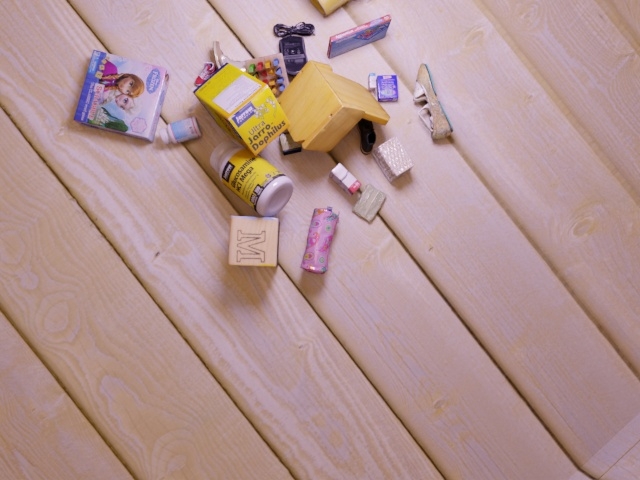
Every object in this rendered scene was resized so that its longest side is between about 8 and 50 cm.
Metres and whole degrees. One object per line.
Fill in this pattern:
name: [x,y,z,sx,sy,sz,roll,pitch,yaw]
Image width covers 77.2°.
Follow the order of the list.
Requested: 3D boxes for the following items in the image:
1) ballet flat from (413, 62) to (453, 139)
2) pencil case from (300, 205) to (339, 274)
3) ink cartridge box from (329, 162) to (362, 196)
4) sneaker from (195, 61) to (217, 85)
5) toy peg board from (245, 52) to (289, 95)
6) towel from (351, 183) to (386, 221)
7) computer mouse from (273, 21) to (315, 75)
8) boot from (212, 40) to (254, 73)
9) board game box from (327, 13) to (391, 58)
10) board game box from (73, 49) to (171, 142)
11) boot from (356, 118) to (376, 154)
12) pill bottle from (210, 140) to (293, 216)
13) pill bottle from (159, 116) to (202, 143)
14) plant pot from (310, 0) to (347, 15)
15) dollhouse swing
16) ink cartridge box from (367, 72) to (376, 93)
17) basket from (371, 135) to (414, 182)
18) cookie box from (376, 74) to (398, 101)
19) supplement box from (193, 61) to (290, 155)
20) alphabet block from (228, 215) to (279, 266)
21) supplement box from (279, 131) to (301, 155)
ballet flat: [0.478,-0.614,1.787,0.123,0.123,0.349,-21,88,-5]
pencil case: [0.000,0.000,1.710,0.124,0.124,0.284,14,84,-3]
ink cartridge box: [0.107,-0.262,1.742,0.135,0.099,0.056,44,85,-1]
sneaker: [-0.503,-0.727,1.742,0.118,0.067,0.042,-45,90,-5]
toy peg board: [-0.224,-0.686,1.699,0.160,0.079,0.161,-8,126,7]
towel: [0.218,-0.167,1.781,0.110,0.027,0.148,32,85,-3]
computer mouse: [-0.113,-0.833,1.781,0.188,0.072,0.272,-2,75,-2]
boot: [-0.371,-0.774,1.750,0.165,0.077,0.213,-16,95,-4]
board game box: [0.166,-0.892,1.760,0.281,0.145,0.027,-23,89,-5]
board game box: [-0.841,-0.614,1.713,0.318,0.066,0.319,13,86,-3]
boot: [0.210,-0.489,1.744,0.077,0.137,0.198,-10,87,-5]
pill bottle: [-0.287,-0.259,1.631,0.334,0.188,0.188,38,85,18]
pill bottle: [-0.596,-0.465,1.711,0.160,0.087,0.087,-18,88,-5]
plant pot: [0.056,-1.123,1.728,0.239,0.254,0.254,-43,90,10]
dollhouse swing: [0.058,-0.533,1.699,0.315,0.305,0.347,-43,53,23]
ink cartridge box: [0.231,-0.701,1.801,0.028,0.048,0.083,-2,86,-4]
basket: [0.319,-0.358,1.760,0.113,0.103,0.167,-32,89,-6]
cookie box: [0.301,-0.686,1.809,0.091,0.040,0.107,-3,87,-4]
supplement box: [-0.316,-0.527,1.594,0.194,0.195,0.356,-43,50,-5]
alphabet block: [-0.268,0.010,1.657,0.193,0.192,0.197,2,85,-2]
supplement box: [-0.132,-0.427,1.756,0.083,0.056,0.083,-13,88,-5]
